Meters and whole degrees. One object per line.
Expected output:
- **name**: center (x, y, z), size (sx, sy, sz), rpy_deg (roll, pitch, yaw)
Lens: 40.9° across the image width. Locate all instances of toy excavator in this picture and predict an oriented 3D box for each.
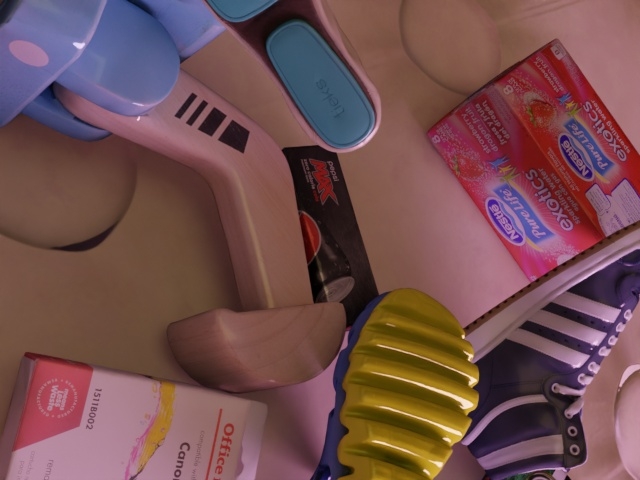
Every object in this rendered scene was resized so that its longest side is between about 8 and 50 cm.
- **toy excavator**: center (-0.140, -0.141, 0.672), size (0.445, 0.222, 0.433), rpy_deg (26, 62, -30)

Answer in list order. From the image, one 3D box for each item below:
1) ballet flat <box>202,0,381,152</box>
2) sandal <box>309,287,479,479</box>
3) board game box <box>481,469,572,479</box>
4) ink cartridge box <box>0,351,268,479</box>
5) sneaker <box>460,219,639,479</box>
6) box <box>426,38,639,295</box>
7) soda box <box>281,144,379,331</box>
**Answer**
- **ballet flat**: center (-0.032, -0.176, 0.635), size (0.086, 0.086, 0.248), rpy_deg (-51, 123, -34)
- **sandal**: center (0.033, 0.181, 0.679), size (0.126, 0.138, 0.317), rpy_deg (31, 57, -18)
- **board game box**: center (0.163, 0.310, 0.772), size (0.136, 0.030, 0.260), rpy_deg (47, 56, -4)
- **ink cartridge box**: center (-0.125, 0.157, 0.621), size (0.198, 0.067, 0.115), rpy_deg (16, 80, -25)
- **sneaker**: center (0.234, 0.103, 0.773), size (0.282, 0.099, 0.153), rpy_deg (-34, 77, 4)
- **box**: center (0.250, -0.061, 0.905), size (0.128, 0.122, 0.257), rpy_deg (-38, 93, -35)
- **soda box**: center (0.000, 0.000, 0.777), size (0.060, 0.053, 0.169), rpy_deg (-9, 76, -33)
